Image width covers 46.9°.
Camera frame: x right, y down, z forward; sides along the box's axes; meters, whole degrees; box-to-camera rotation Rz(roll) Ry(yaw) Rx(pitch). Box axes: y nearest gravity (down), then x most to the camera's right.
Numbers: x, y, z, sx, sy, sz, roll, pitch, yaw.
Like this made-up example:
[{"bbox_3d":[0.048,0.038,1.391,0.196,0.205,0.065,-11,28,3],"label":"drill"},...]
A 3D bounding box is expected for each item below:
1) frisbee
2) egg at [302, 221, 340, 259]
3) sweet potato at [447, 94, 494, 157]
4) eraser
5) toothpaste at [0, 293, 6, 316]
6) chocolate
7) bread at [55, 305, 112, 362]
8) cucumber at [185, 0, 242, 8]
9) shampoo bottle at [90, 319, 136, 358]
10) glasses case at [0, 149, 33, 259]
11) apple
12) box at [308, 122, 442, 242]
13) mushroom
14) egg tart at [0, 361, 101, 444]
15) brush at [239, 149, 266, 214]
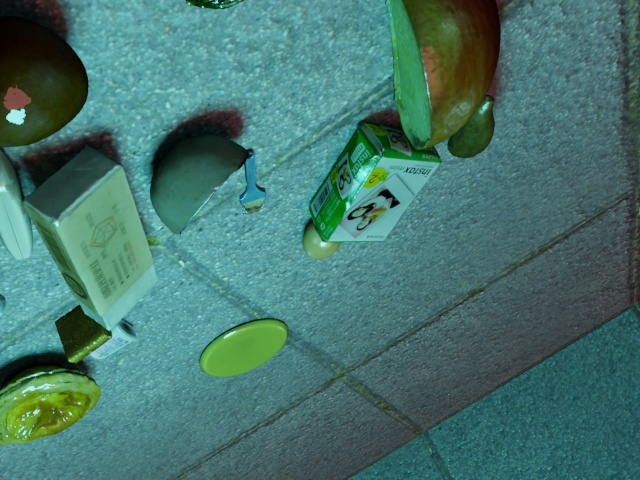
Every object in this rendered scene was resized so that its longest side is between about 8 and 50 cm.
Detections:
[{"bbox_3d":[-0.186,0.270,1.827,0.236,0.017,0.236,-20,146,-14],"label":"frisbee"},{"bbox_3d":[0.000,0.000,1.537,0.080,0.080,0.096,1,146,-39],"label":"egg"},{"bbox_3d":[0.295,-0.207,1.421,0.077,0.077,0.243,-26,172,-6],"label":"sweet potato"},{"bbox_3d":[-0.363,0.008,1.217,0.144,0.078,0.343,-49,158,-28],"label":"eraser"},{"bbox_3d":[-0.601,0.034,1.135,0.114,0.073,0.299,-27,141,-2],"label":"toothpaste"},{"bbox_3d":[-0.369,-0.189,0.912,0.177,0.176,0.176,-20,147,-14],"label":"chocolate"},{"bbox_3d":[-0.454,0.173,1.414,0.094,0.090,0.035,-35,152,8],"label":"bread"},{"bbox_3d":[-0.021,-0.403,0.949,0.359,0.096,0.096,-29,148,5],"label":"cucumber"},{"bbox_3d":[-0.437,0.205,1.514,0.099,0.043,0.072,-32,147,5],"label":"shampoo bottle"},{"bbox_3d":[-0.466,-0.050,1.101,0.051,0.081,0.204,-15,147,-18],"label":"glasses case"},{"bbox_3d":[0.200,-0.307,1.223,0.179,0.254,0.346,11,150,17],"label":"apple"},{"bbox_3d":[0.100,-0.108,1.443,0.180,0.103,0.250,-1,139,-38],"label":"box"},{"bbox_3d":[-0.207,-0.103,1.201,0.188,0.141,0.117,-41,112,16],"label":"mushroom"},{"bbox_3d":[-0.578,0.327,1.518,0.241,0.106,0.241,-23,147,-16],"label":"egg tart"},{"bbox_3d":[-0.127,-0.106,1.350,0.051,0.014,0.164,-21,146,-15],"label":"brush"}]
